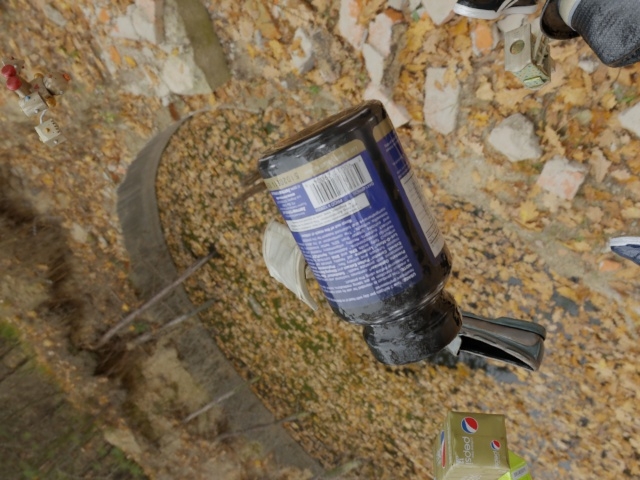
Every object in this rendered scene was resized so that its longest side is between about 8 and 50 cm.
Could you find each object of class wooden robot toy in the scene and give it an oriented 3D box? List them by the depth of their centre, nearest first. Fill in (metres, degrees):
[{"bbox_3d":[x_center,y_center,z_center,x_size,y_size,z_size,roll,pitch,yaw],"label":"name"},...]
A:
[{"bbox_3d":[-0.412,-0.227,0.794,0.173,0.079,0.076,56,171,21],"label":"wooden robot toy"}]

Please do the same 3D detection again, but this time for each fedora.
[{"bbox_3d":[0.531,-0.390,0.840,0.334,0.334,0.153,-44,62,56],"label":"fedora"}]

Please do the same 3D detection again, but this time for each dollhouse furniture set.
[{"bbox_3d":[0.516,-0.394,1.158,0.161,0.181,0.101,-8,74,44],"label":"dollhouse furniture set"}]

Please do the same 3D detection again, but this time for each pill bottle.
[{"bbox_3d":[0.044,-0.003,0.481,0.122,0.123,0.219,-9,113,50],"label":"pill bottle"}]

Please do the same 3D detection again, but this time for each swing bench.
[{"bbox_3d":[0.000,0.000,1.229,0.165,0.254,0.253,63,164,-21],"label":"swing bench"}]

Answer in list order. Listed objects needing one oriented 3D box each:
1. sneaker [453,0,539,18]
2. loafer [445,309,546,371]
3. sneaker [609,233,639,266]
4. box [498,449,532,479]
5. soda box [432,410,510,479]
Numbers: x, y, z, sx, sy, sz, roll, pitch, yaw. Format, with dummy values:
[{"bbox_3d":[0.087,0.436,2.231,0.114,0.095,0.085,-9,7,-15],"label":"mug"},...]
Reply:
[{"bbox_3d":[0.341,-0.492,1.001,0.079,0.216,0.121,42,140,38],"label":"sneaker"},{"bbox_3d":[0.279,0.184,1.001,0.267,0.084,0.096,4,152,22],"label":"loafer"},{"bbox_3d":[0.738,0.087,1.105,0.282,0.153,0.099,17,179,33],"label":"sneaker"},{"bbox_3d":[0.312,0.413,0.951,0.178,0.042,0.109,-176,66,-75],"label":"box"},{"bbox_3d":[0.172,0.255,0.629,0.061,0.058,0.181,1,148,6],"label":"soda box"}]
